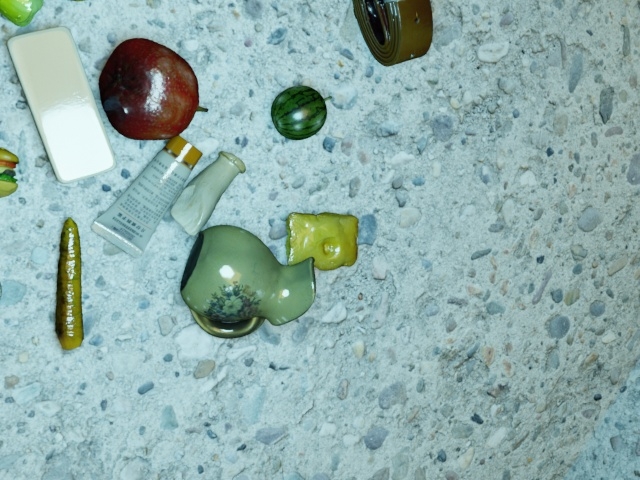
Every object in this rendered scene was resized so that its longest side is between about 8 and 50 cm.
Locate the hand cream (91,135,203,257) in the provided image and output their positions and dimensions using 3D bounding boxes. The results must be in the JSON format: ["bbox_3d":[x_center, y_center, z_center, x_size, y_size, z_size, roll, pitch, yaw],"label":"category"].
[{"bbox_3d":[-0.408,-0.111,1.566,0.140,0.089,0.314,40,84,-23],"label":"hand cream"}]

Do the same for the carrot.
[{"bbox_3d":[-0.598,0.101,1.515,0.066,0.066,0.313,-1,98,-25],"label":"carrot"}]

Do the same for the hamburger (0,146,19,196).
[{"bbox_3d":[-0.733,-0.150,1.373,0.162,0.162,0.115,4,88,-25],"label":"hamburger"}]

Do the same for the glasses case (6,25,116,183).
[{"bbox_3d":[-0.588,-0.305,1.459,0.144,0.076,0.336,-20,105,-22],"label":"glasses case"}]

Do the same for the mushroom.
[{"bbox_3d":[-0.289,-0.122,1.606,0.096,0.108,0.247,42,66,-20],"label":"mushroom"}]

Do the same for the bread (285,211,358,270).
[{"bbox_3d":[0.000,0.000,1.770,0.233,0.088,0.160,2,101,-28],"label":"bread"}]

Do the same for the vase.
[{"bbox_3d":[-0.203,0.132,1.624,0.303,0.240,0.329,21,123,-19],"label":"vase"}]

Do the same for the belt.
[{"bbox_3d":[0.180,-0.641,1.692,0.122,0.217,0.338,-22,104,-21],"label":"belt"}]

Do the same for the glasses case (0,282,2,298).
[{"bbox_3d":[-0.841,0.023,1.381,0.137,0.085,0.354,-37,111,-17],"label":"glasses case"}]

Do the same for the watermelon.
[{"bbox_3d":[-0.041,-0.345,1.675,0.187,0.141,0.140,-35,110,-20],"label":"watermelon"}]

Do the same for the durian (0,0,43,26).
[{"bbox_3d":[-0.667,-0.589,1.364,0.139,0.101,0.250,-10,101,-7],"label":"durian"}]

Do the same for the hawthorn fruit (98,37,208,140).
[{"bbox_3d":[-0.371,-0.335,1.492,0.266,0.210,0.230,15,85,-40],"label":"hawthorn fruit"}]
